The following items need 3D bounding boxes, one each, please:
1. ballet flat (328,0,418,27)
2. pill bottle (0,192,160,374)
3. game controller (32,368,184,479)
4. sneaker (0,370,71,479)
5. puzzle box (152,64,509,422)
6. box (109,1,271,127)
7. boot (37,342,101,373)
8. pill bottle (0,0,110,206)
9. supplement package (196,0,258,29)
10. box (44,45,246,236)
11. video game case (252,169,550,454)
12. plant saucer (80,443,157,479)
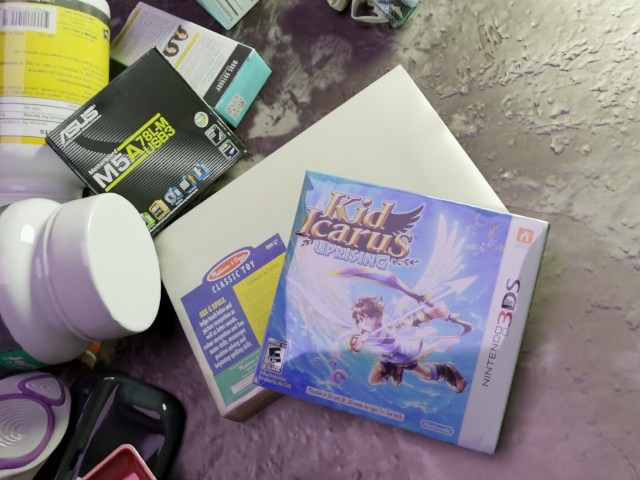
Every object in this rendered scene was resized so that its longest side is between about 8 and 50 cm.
[{"bbox_3d":[0.046,-0.337,1.124,0.188,0.070,0.070,31,84,34],"label":"ballet flat"},{"bbox_3d":[-0.397,0.063,1.016,0.360,0.204,0.204,-13,65,14],"label":"pill bottle"},{"bbox_3d":[-0.285,0.323,1.012,0.166,0.067,0.319,17,77,14],"label":"game controller"},{"bbox_3d":[-0.408,0.284,0.962,0.114,0.152,0.305,36,53,-8],"label":"sneaker"},{"bbox_3d":[0.000,0.000,1.012,0.408,0.052,0.272,-34,61,8],"label":"puzzle box"},{"bbox_3d":[-0.195,-0.258,1.196,0.244,0.060,0.101,29,84,30],"label":"box"},{"bbox_3d":[-0.358,0.132,1.121,0.157,0.059,0.085,-2,55,24],"label":"boot"},{"bbox_3d":[-0.395,-0.181,1.158,0.187,0.188,0.334,-1,85,23],"label":"pill bottle"},{"bbox_3d":[-0.113,-0.457,1.197,0.244,0.134,0.139,-44,59,2],"label":"supplement package"},{"bbox_3d":[-0.227,-0.125,1.086,0.190,0.045,0.184,-43,102,-13],"label":"box"},{"bbox_3d":[0.084,0.071,0.887,0.269,0.061,0.245,13,86,15],"label":"video game case"},{"bbox_3d":[-0.235,0.409,0.918,0.259,0.048,0.258,-40,72,-4],"label":"plant saucer"}]
